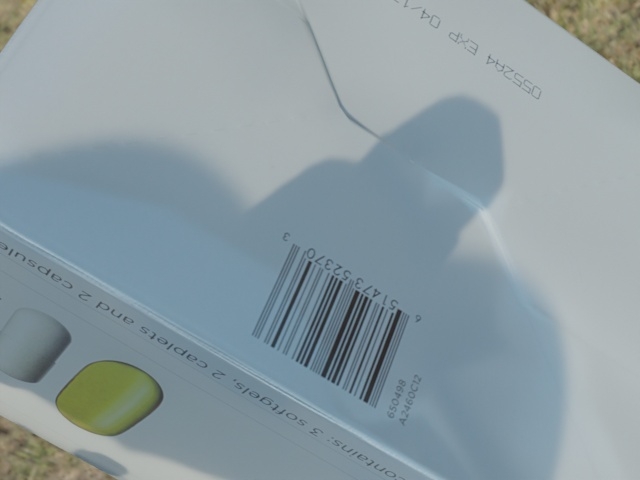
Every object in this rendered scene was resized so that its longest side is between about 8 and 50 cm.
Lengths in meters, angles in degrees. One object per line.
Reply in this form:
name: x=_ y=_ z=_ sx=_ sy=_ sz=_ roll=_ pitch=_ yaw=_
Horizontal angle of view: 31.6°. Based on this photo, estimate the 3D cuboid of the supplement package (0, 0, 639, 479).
supplement package: x=0.000 y=0.000 z=0.438 sx=0.145 sy=0.262 sz=0.204 roll=-40 pitch=22 yaw=55
